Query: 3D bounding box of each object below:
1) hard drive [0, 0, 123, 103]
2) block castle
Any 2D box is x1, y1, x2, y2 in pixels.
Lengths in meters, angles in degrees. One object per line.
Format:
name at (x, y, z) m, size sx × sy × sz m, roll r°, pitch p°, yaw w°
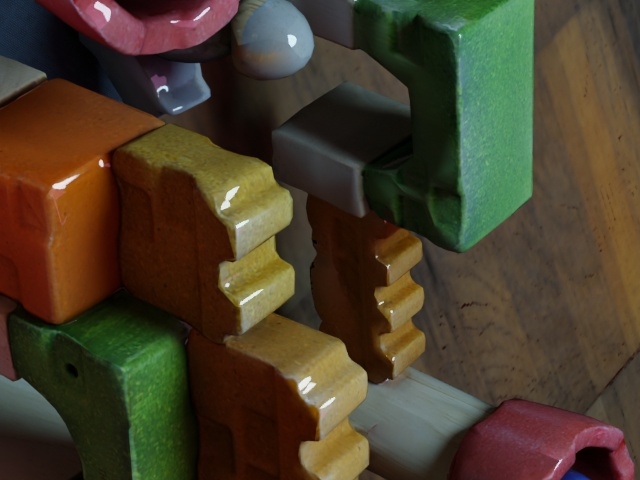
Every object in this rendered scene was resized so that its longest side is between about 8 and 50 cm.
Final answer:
hard drive at (-0.148, -0.094, 0.726) m, size 0.255 × 0.054 × 0.172 m, roll 34°, pitch 82°, yaw -49°
block castle at (0.000, 0.000, 0.729) m, size 0.303 × 0.213 × 0.453 m, roll -34°, pitch 135°, yaw -38°
